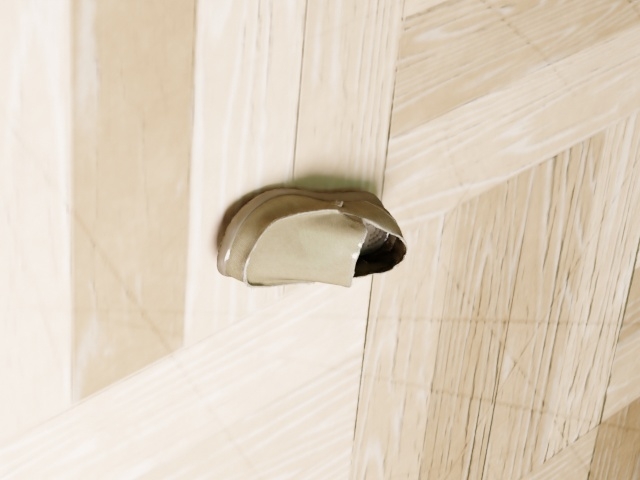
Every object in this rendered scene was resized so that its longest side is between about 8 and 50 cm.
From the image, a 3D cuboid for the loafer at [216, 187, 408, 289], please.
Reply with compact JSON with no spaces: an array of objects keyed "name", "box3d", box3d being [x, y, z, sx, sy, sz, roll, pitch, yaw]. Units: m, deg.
[{"name":"loafer","box3d":[0.000,0.000,1.029,0.148,0.050,0.056,-14,127,-46]}]
